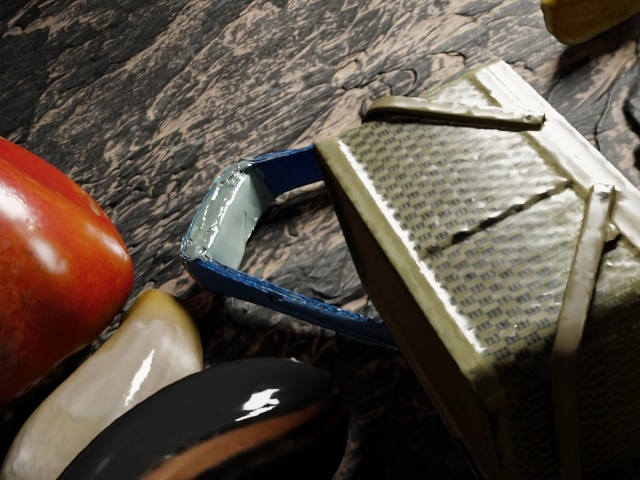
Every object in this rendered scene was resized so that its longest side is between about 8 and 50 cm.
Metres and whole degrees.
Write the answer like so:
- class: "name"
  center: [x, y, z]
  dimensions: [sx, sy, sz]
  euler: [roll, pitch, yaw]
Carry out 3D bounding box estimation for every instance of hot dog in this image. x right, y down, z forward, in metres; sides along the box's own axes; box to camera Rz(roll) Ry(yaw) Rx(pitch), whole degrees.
- class: "hot dog"
  center: [0.337, -0.275, 0.835]
  dimensions: [0.286, 0.087, 0.061]
  euler: [-24, 38, 7]

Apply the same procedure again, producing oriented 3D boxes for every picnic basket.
- class: "picnic basket"
  center: [0.113, 0.024, 0.565]
  dimensions: [0.139, 0.165, 0.266]
  euler: [-25, 43, -4]

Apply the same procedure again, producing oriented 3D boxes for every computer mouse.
- class: "computer mouse"
  center: [-0.118, 0.180, 0.601]
  dimensions: [0.323, 0.116, 0.183]
  euler: [-38, 8, -31]

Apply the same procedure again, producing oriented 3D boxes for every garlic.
- class: "garlic"
  center: [-0.182, 0.156, 0.772]
  dimensions: [0.143, 0.112, 0.318]
  euler: [-17, 28, 29]

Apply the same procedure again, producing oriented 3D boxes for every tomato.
- class: "tomato"
  center: [-0.355, 0.034, 0.861]
  dimensions: [0.293, 0.290, 0.325]
  euler: [-41, 9, 6]

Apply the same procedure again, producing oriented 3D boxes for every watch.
- class: "watch"
  center: [-0.008, 0.009, 0.821]
  dimensions: [0.275, 0.068, 0.276]
  euler: [-9, 43, 26]
